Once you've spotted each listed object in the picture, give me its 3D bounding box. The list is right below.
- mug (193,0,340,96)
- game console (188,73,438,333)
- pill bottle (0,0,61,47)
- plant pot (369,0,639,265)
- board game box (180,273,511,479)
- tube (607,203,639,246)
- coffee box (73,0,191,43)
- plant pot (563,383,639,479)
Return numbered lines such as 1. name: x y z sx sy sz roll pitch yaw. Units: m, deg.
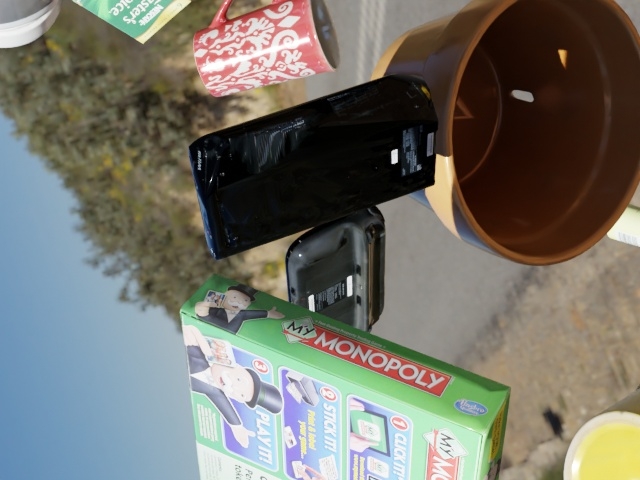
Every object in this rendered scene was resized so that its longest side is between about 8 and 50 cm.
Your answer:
1. mug: -0.075 -0.271 1.552 0.113 0.169 0.150 20 -123 -70
2. game console: 0.000 0.000 1.103 0.361 0.213 0.044 87 161 -54
3. pill bottle: -0.340 -0.321 1.195 0.318 0.176 0.176 114 137 -72
4. plant pot: 0.184 -0.131 1.274 0.203 0.291 0.291 15 127 55
5. board game box: 0.013 0.184 0.831 0.213 0.046 0.317 19 135 21
6. tube: 0.554 0.000 1.790 0.240 0.070 0.062 21 135 37
7. coffee box: -0.285 -0.363 1.677 0.184 0.113 0.040 30 -143 -41
8. plant pot: 0.387 0.239 1.212 0.254 0.239 0.254 8 100 50
